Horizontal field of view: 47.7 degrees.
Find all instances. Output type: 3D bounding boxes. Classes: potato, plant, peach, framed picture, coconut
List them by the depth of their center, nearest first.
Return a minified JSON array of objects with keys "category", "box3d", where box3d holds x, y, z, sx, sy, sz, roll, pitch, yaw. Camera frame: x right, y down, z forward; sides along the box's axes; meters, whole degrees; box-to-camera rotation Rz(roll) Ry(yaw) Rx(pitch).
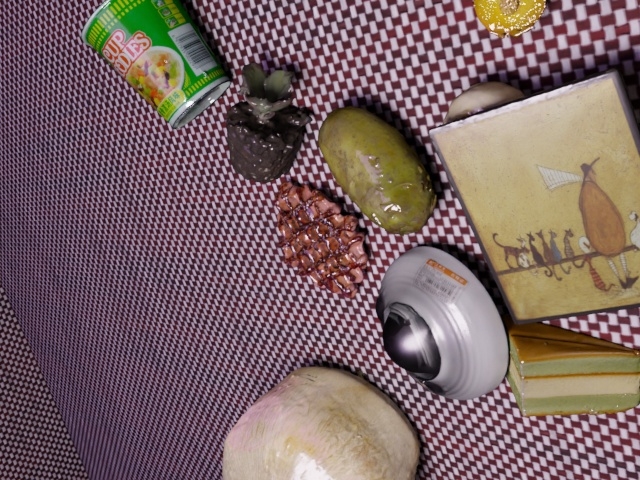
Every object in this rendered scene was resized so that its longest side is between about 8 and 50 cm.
[{"category":"peach","box3d":[0.247,-0.312,0.927,0.098,0.061,0.098,17,141,15]},{"category":"framed picture","box3d":[0.321,-0.037,0.968,0.255,0.014,0.339,-14,115,34]},{"category":"potato","box3d":[0.090,-0.118,1.171,0.251,0.113,0.149,54,148,18]},{"category":"plant","box3d":[-0.096,-0.206,1.283,0.142,0.131,0.203,43,147,19]},{"category":"coconut","box3d":[-0.013,0.483,1.452,0.404,0.404,0.405,24,129,33]}]

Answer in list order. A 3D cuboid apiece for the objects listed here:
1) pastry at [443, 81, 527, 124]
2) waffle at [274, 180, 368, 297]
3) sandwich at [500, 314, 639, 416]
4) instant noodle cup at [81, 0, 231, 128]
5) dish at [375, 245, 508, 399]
[{"category":"pastry","box3d":[0.242,-0.143,1.015,0.156,0.092,0.157,26,133,31]},{"category":"waffle","box3d":[0.000,0.000,1.377,0.234,0.055,0.221,26,132,39]},{"category":"sandwich","box3d":[0.385,0.187,1.136,0.187,0.144,0.117,-5,115,8]},{"category":"instant noodle cup","box3d":[-0.291,-0.347,1.362,0.233,0.207,0.207,51,140,-4]},{"category":"dish","box3d":[0.165,0.159,1.206,0.273,0.133,0.274,40,143,40]}]
